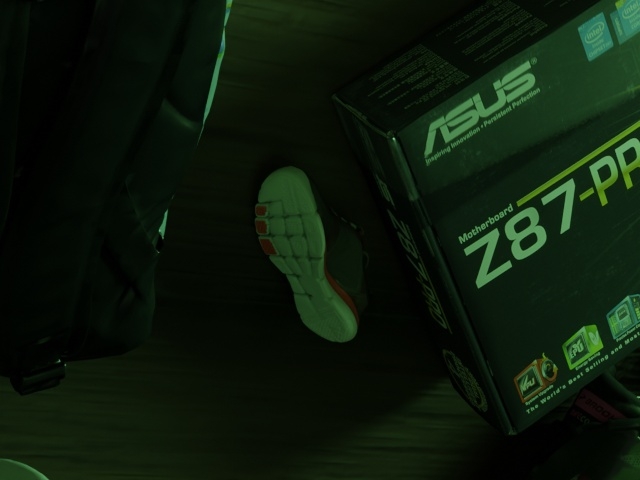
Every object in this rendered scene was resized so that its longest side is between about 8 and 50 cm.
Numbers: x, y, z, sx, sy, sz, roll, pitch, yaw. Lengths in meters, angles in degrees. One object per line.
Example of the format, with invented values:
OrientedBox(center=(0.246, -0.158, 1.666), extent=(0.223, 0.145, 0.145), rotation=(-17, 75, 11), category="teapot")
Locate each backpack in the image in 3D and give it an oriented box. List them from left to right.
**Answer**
OrientedBox(center=(-0.187, -0.107, 1.042), extent=(0.290, 0.273, 0.355), rotation=(-4, 150, -26), category="backpack")

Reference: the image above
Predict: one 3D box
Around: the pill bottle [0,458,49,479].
OrientedBox(center=(-0.187, 0.349, 1.422), extent=(0.224, 0.224, 0.392), rotation=(-35, 130, -11), category="pill bottle")

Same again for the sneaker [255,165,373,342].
OrientedBox(center=(0.000, 0.000, 1.464), extent=(0.065, 0.061, 0.158), rotation=(-50, 138, -35), category="sneaker")

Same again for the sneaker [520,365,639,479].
OrientedBox(center=(0.225, 0.216, 1.676), extent=(0.482, 0.185, 0.202), rotation=(-27, 106, -18), category="sneaker")

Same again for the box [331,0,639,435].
OrientedBox(center=(0.234, -0.079, 1.531), extent=(0.395, 0.097, 0.318), rotation=(-33, 126, -12), category="box")
